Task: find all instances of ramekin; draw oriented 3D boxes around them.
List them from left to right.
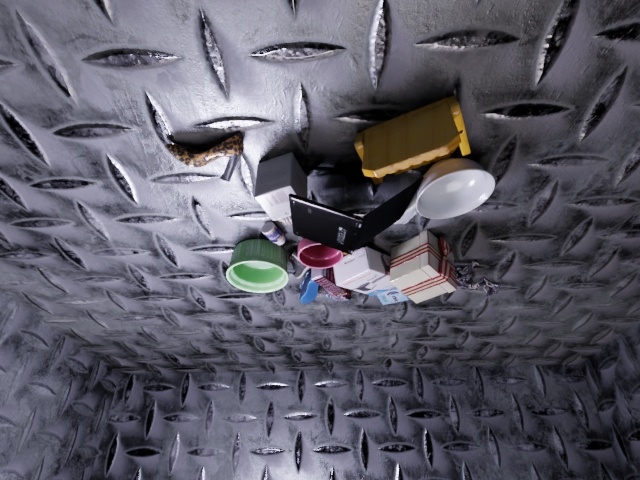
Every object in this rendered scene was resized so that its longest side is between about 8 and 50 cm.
[{"bbox_3d":[-0.307,0.124,1.991,0.304,0.148,0.303,0,144,0],"label":"ramekin"}]

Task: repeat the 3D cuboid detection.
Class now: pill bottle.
[{"bbox_3d":[-0.214,-0.029,1.852,0.067,0.067,0.120,-17,141,21],"label":"pill bottle"}]

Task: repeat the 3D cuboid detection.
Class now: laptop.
[{"bbox_3d":[0.118,-0.119,1.514,0.408,0.236,0.382,19,161,5],"label":"laptop"}]

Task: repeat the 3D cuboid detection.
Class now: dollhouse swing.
[{"bbox_3d":[0.321,-0.266,1.336,0.347,0.304,0.315,-17,140,20],"label":"dollhouse swing"}]

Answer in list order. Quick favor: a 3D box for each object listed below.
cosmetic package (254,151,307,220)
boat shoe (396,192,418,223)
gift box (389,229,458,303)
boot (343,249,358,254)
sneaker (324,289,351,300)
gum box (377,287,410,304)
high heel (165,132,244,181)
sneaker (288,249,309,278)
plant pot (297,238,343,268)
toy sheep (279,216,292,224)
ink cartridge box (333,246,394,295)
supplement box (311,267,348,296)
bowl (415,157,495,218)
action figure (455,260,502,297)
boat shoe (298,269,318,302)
[{"bbox_3d":[-0.145,-0.203,1.516,0.151,0.183,0.151,-14,141,18],"label":"cosmetic package"},{"bbox_3d":[0.384,-0.141,1.706,0.081,0.079,0.227,7,150,-21],"label":"boat shoe"},{"bbox_3d":[0.515,0.126,1.923,0.276,0.255,0.258,33,134,-29],"label":"gift box"},{"bbox_3d":[0.083,0.015,1.911,0.153,0.072,0.197,-13,142,18],"label":"boot"},{"bbox_3d":[0.063,0.287,2.258,0.125,0.104,0.262,-22,139,29],"label":"sneaker"},{"bbox_3d":[0.432,0.312,2.346,0.185,0.041,0.157,-14,141,19],"label":"gum box"},{"bbox_3d":[-0.411,-0.345,1.437,0.261,0.093,0.186,23,117,-10],"label":"high heel"},{"bbox_3d":[-0.121,0.115,2.058,0.118,0.083,0.222,29,145,-7],"label":"sneaker"},{"bbox_3d":[0.000,0.000,1.798,0.202,0.180,0.201,0,144,0],"label":"plant pot"},{"bbox_3d":[-0.127,-0.113,1.727,0.132,0.091,0.091,-15,141,11],"label":"toy sheep"},{"bbox_3d":[0.249,0.164,2.029,0.223,0.128,0.308,-30,145,35],"label":"ink cartridge box"},{"bbox_3d":[0.051,0.189,2.100,0.073,0.130,0.239,-25,136,30],"label":"supplement box"},{"bbox_3d":[0.494,-0.218,1.527,0.298,0.134,0.297,-6,149,-4],"label":"bowl"},{"bbox_3d":[0.803,0.199,2.123,0.276,0.140,0.164,19,157,18],"label":"action figure"},{"bbox_3d":[-0.057,0.259,2.237,0.109,0.089,0.258,1,141,-24],"label":"boat shoe"}]
